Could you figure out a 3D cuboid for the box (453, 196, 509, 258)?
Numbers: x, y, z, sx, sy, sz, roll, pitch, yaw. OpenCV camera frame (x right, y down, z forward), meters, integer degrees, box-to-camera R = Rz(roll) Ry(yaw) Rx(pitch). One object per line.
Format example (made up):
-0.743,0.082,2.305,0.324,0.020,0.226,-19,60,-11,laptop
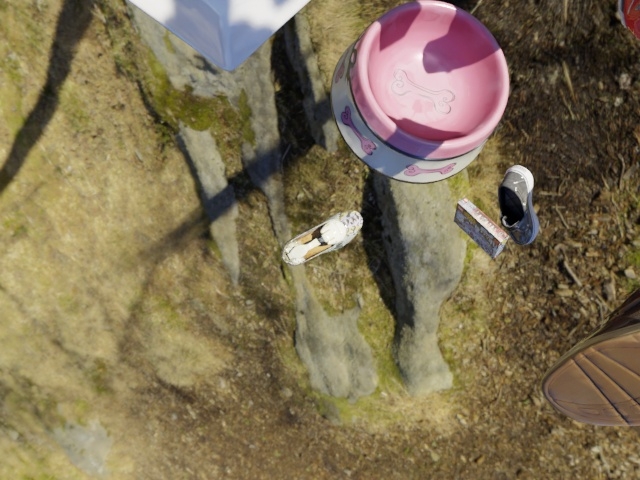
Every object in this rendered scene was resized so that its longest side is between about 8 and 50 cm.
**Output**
0.372,-0.029,1.044,0.137,0.027,0.094,51,170,27,box

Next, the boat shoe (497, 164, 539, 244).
0.440,-0.060,1.008,0.080,0.076,0.228,29,155,40,boat shoe

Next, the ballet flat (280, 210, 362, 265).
0.000,0.000,0.548,0.114,0.041,0.041,-28,106,13,ballet flat

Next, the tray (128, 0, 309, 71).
-0.014,-0.235,0.281,0.270,0.145,0.030,-34,64,20,tray

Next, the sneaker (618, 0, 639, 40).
0.452,-0.264,0.424,0.279,0.118,0.107,-9,150,41,sneaker

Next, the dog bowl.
0.234,-0.344,1.008,0.408,0.408,0.150,42,167,-1,dog bowl

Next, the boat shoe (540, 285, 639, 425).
0.431,0.114,0.550,0.123,0.123,0.342,43,127,10,boat shoe
